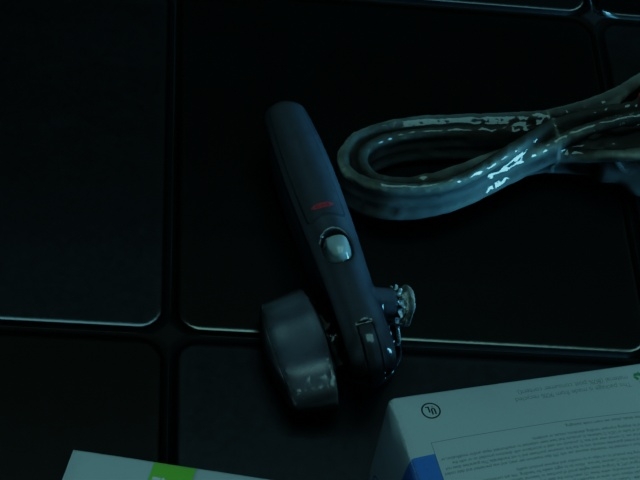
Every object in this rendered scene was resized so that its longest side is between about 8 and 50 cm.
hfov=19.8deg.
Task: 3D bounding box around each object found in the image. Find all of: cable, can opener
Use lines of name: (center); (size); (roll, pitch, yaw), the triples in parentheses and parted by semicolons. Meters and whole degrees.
cable: (0.151, -0.068, 0.992); (0.287, 0.072, 0.139); (3, 45, -8)
can opener: (0.000, 0.000, 0.917); (0.073, 0.059, 0.186); (-4, 52, -13)

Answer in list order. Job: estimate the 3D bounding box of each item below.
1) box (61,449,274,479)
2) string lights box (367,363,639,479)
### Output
box: (-0.035, 0.167, 0.739); (0.186, 0.038, 0.145); (6, 58, 20)
string lights box: (0.120, 0.184, 0.777); (0.133, 0.077, 0.260); (-6, 53, -15)
